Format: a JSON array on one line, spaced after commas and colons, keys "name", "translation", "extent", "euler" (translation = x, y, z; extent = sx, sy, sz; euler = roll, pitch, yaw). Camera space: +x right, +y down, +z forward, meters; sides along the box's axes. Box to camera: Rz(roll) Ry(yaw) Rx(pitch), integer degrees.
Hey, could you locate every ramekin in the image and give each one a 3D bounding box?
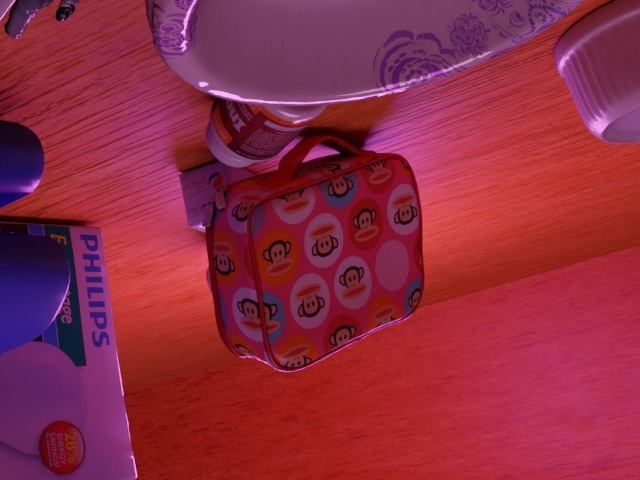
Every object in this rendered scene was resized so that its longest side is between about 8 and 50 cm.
[{"name": "ramekin", "translation": [0.368, -0.185, 1.008], "extent": [0.207, 0.109, 0.207], "euler": [-11, 166, -3]}]

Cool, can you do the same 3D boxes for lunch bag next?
[{"name": "lunch bag", "translation": [0.000, 0.000, 1.148], "extent": [0.293, 0.258, 0.120], "euler": [-19, -161, -39]}]

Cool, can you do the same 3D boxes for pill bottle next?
[{"name": "pill bottle", "translation": [-0.057, -0.128, 0.911], "extent": [0.086, 0.086, 0.152], "euler": [-5, 164, -29]}]

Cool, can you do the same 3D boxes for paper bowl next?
[{"name": "paper bowl", "translation": [0.029, -0.202, 0.560], "extent": [0.284, 0.148, 0.284], "euler": [-12, 166, -3]}]

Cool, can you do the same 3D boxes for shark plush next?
[{"name": "shark plush", "translation": [-0.179, -0.181, 0.629], "extent": [0.161, 0.067, 0.073], "euler": [-20, 164, 29]}]

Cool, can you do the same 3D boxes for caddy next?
[{"name": "caddy", "translation": [-0.395, 0.012, 0.863], "extent": [0.341, 0.241, 0.179], "euler": [-23, 167, 35]}]

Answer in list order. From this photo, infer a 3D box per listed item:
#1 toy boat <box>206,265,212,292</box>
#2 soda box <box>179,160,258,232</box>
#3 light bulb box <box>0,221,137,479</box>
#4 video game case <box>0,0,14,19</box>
[{"name": "toy boat", "translation": [-0.029, 0.031, 1.511], "extent": [0.318, 0.148, 0.267], "euler": [10, 150, -39]}, {"name": "soda box", "translation": [-0.102, -0.042, 1.241], "extent": [0.069, 0.074, 0.216], "euler": [-17, 165, 19]}, {"name": "light bulb box", "translation": [-0.461, 0.170, 1.186], "extent": [0.225, 0.358, 0.361], "euler": [-21, 165, 39]}, {"name": "video game case", "translation": [-0.290, -0.164, 0.621], "extent": [0.143, 0.019, 0.157], "euler": [14, 146, -39]}]
